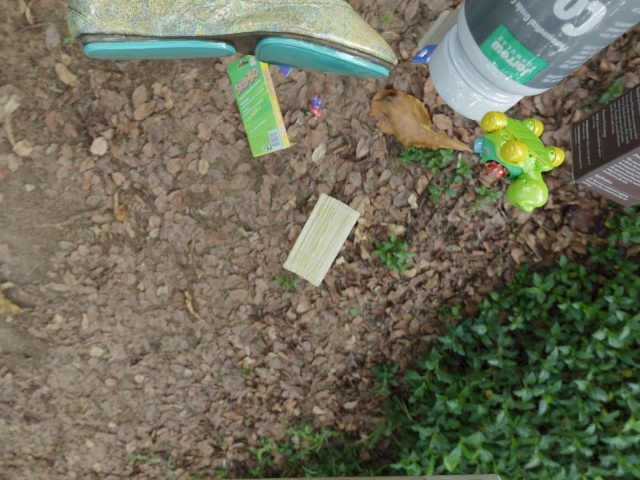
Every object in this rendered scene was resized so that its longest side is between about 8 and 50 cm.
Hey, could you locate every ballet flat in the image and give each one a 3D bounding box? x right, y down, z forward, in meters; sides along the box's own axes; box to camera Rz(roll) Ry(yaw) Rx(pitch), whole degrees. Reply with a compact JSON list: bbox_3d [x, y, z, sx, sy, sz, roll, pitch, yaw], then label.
[{"bbox_3d":[-0.077,-0.244,0.424,0.350,0.123,0.123,-1,118,-12],"label":"ballet flat"}]

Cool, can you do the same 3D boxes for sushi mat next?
[{"bbox_3d":[0.000,0.000,1.416,0.152,0.019,0.316,31,105,8],"label":"sushi mat"}]

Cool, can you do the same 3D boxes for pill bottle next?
[{"bbox_3d":[0.335,-0.347,0.576,0.204,0.204,0.361,28,153,-10],"label":"pill bottle"}]

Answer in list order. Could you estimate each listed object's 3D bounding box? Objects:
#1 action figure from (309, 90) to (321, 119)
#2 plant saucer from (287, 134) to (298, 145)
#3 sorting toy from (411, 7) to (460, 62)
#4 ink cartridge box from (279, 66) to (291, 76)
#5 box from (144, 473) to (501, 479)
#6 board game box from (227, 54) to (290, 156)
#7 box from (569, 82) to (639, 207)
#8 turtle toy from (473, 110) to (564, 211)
[{"bbox_3d":[-0.014,-0.402,1.201,0.030,0.115,0.038,-29,133,33],"label":"action figure"},{"bbox_3d":[-0.113,-0.319,1.269,0.084,0.083,0.015,16,120,-4],"label":"plant saucer"},{"bbox_3d":[0.390,-0.584,1.086,0.347,0.196,0.047,-54,127,-17],"label":"sorting toy"},{"bbox_3d":[-0.122,-0.625,1.155,0.208,0.045,0.206,54,137,4],"label":"ink cartridge box"},{"bbox_3d":[-0.016,0.252,0.265,0.312,0.148,0.120,-6,86,7],"label":"box"},{"bbox_3d":[-0.174,-0.375,1.114,0.124,0.039,0.259,-5,109,37],"label":"board game box"},{"bbox_3d":[0.689,-0.206,0.858,0.169,0.166,0.203,21,154,-12],"label":"box"},{"bbox_3d":[0.238,-0.098,0.487,0.095,0.130,0.066,0,147,-28],"label":"turtle toy"}]
